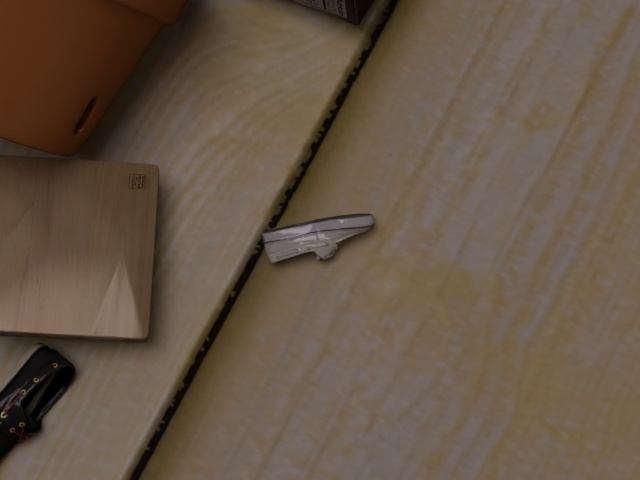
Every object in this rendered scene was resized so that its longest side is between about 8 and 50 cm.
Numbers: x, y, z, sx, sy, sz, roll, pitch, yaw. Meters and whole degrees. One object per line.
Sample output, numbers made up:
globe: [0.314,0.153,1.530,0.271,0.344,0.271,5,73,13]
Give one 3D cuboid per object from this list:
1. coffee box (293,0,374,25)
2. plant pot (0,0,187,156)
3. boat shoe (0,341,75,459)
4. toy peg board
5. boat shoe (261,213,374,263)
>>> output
coffee box: [-0.060,-0.335,1.585,0.297,0.119,0.168,22,64,18]
plant pot: [-0.273,-0.201,1.532,0.290,0.291,0.204,22,95,18]
boat shoe: [-0.265,0.152,1.513,0.042,0.049,0.133,29,75,27]
toy peg board: [-0.227,0.016,1.549,0.160,0.079,0.161,3,72,-4]
boat shoe: [0.000,0.000,1.522,0.100,0.035,0.035,-12,97,4]
